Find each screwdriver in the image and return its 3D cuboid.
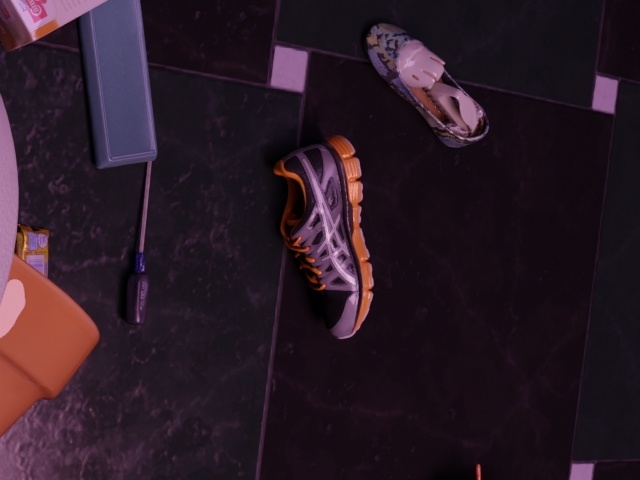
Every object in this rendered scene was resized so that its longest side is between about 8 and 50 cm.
[{"bbox_3d":[-0.177,-0.002,1.315,0.025,0.024,0.169,1,88,-9],"label":"screwdriver"}]

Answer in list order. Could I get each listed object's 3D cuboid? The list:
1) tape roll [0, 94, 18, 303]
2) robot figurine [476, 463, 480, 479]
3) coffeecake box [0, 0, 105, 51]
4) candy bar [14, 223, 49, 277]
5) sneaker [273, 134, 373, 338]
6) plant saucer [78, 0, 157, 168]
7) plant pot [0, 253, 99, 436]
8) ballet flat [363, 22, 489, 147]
[{"bbox_3d":[-0.380,-0.015,0.860,0.072,0.392,0.392,34,71,-70],"label":"tape roll"},{"bbox_3d":[0.176,0.375,1.562,0.128,0.158,0.219,57,54,-72],"label":"robot figurine"},{"bbox_3d":[-0.228,-0.274,1.196,0.185,0.068,0.142,-36,107,-29],"label":"coffeecake box"},{"bbox_3d":[-0.269,0.065,1.247,0.040,0.018,0.161,-1,96,-41],"label":"candy bar"},{"bbox_3d":[0.000,0.000,1.419,0.083,0.084,0.214,-11,99,-23],"label":"sneaker"},{"bbox_3d":[-0.191,-0.166,1.278,0.067,0.018,0.192,-12,101,-36],"label":"plant saucer"},{"bbox_3d":[-0.339,0.080,0.999,0.291,0.291,0.203,42,69,-33],"label":"plant pot"},{"bbox_3d":[0.125,-0.174,1.498,0.188,0.070,0.070,41,71,-33],"label":"ballet flat"}]
